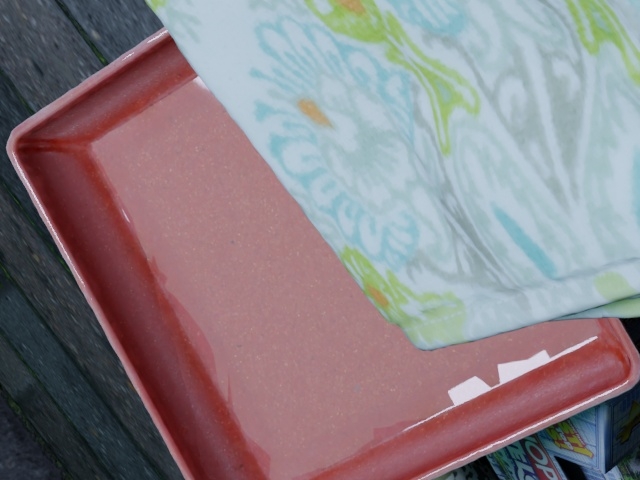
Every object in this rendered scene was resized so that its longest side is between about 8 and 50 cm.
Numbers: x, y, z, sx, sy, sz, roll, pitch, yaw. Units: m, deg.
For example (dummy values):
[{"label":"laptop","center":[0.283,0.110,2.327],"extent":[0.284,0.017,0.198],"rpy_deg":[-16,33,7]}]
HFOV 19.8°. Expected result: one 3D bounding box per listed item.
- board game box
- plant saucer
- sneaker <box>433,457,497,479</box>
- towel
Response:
[{"label":"board game box","center":[0.131,0.091,0.972],"extent":[0.194,0.060,0.194],"rpy_deg":[14,137,61]},{"label":"plant saucer","center":[0.000,0.000,0.913],"extent":[0.259,0.048,0.258],"rpy_deg":[-30,89,29]},{"label":"sneaker","center":[0.033,0.094,1.108],"extent":[0.182,0.158,0.410],"rpy_deg":[23,153,38]},{"label":"towel","center":[0.001,-0.131,0.560],"extent":[0.374,0.090,0.320],"rpy_deg":[55,159,-6]}]
